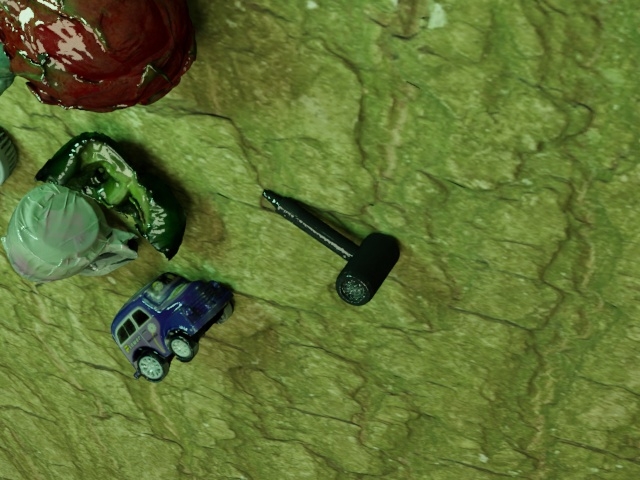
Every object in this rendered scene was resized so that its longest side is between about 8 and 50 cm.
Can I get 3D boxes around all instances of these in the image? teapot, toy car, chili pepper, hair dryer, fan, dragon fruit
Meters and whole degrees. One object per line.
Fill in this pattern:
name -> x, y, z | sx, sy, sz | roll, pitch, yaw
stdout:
teapot -> -0.474, -0.006, 1.366 | 0.178, 0.221, 0.163 | -32, 76, 47
toy car -> -0.288, 0.148, 1.411 | 0.235, 0.172, 0.158 | -35, 98, 33
chili pepper -> -0.332, -0.083, 1.266 | 0.264, 0.116, 0.148 | 42, 118, -19
hair dryer -> 0.000, 0.000, 1.218 | 0.255, 0.128, 0.070 | 32, 134, 4
fan -> -0.643, -0.125, 1.343 | 0.130, 0.074, 0.244 | 36, 132, -14
dragon fruit -> -0.307, -0.281, 0.970 | 0.299, 0.244, 0.244 | 3, 146, -38

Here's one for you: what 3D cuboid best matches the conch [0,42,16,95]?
conch -> -0.481, -0.316, 1.080 | 0.196, 0.134, 0.202 | 14, 132, 8
